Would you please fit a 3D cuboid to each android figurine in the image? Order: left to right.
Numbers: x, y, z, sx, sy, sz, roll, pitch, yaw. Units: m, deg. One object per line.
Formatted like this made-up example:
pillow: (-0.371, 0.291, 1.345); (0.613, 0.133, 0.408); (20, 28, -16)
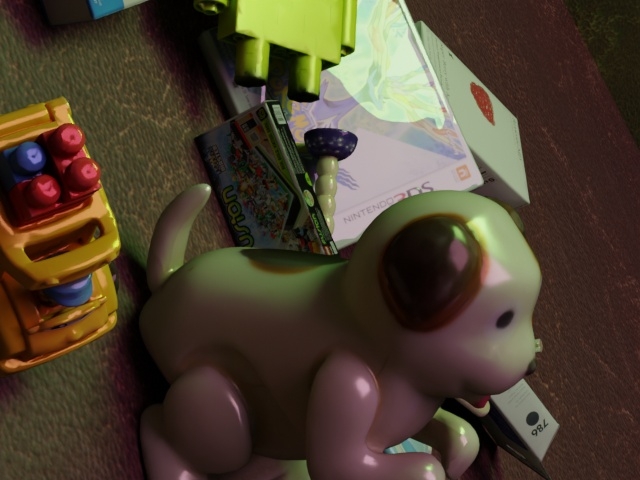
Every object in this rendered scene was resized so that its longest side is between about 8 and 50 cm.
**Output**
android figurine: (-0.050, -0.317, 1.653); (0.248, 0.056, 0.273); (10, 75, -37)

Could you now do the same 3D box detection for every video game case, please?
video game case: (0.032, -0.170, 1.739); (0.300, 0.036, 0.329); (-24, 89, -24)

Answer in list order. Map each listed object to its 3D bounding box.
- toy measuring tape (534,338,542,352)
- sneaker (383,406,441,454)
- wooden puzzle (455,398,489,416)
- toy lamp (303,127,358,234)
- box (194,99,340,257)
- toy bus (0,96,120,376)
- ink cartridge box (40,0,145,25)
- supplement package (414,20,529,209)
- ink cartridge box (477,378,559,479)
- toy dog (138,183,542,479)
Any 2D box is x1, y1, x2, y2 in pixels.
toy measuring tape: (0.292, 0.126, 2.070); (0.330, 0.121, 0.121); (11, 60, -66)
sneaker: (0.111, 0.281, 1.618); (0.208, 0.127, 0.319); (-21, 88, -61)
wooden puzzle: (0.107, 0.114, 1.706); (0.221, 0.044, 0.238); (41, 1, -39)
toy lamp: (0.000, 0.000, 1.636); (0.080, 0.080, 0.275); (25, 65, -51)
box: (-0.065, -0.052, 1.581); (0.036, 0.114, 0.207); (-12, 79, -61)
toy bus: (-0.238, -0.011, 1.111); (0.149, 0.211, 0.220); (-24, 92, -34)
ink cartridge box: (-0.227, -0.340, 1.460); (0.203, 0.086, 0.148); (-32, 114, -45)
supplement package: (0.168, -0.160, 1.996); (0.293, 0.175, 0.178); (37, 40, -43)
ink cartridge box: (0.230, 0.195, 1.865); (0.333, 0.065, 0.165); (53, -11, -26)
toy dog: (0.038, 0.093, 1.335); (0.284, 0.407, 0.396); (3, 67, -60)
